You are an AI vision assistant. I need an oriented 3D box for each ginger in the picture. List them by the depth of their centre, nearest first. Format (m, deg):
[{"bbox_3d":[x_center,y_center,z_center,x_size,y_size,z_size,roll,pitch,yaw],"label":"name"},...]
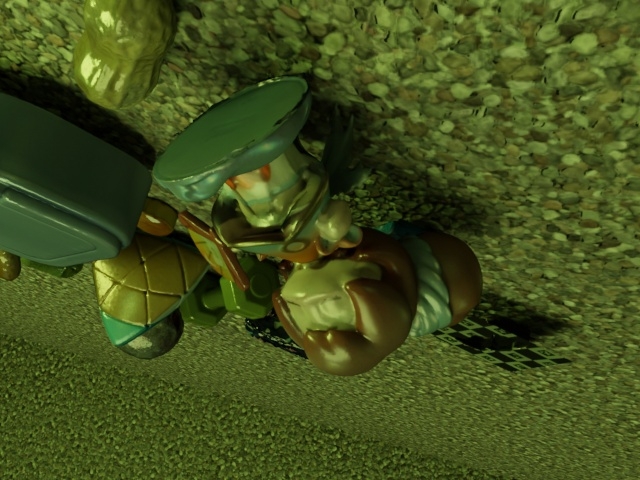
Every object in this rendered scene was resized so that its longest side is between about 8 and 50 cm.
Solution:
[{"bbox_3d":[-0.687,0.009,1.454,0.137,0.089,0.290,17,162,35],"label":"ginger"}]

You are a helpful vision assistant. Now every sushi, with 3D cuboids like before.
[{"bbox_3d":[0.315,0.166,1.105,0.192,0.051,0.215,25,161,-6],"label":"sushi"}]

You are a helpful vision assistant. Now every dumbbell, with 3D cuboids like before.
[{"bbox_3d":[-0.194,0.112,1.280,0.121,0.108,0.302,22,158,-28],"label":"dumbbell"}]

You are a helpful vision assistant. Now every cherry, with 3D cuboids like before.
[{"bbox_3d":[-0.456,0.227,1.647,0.195,0.195,0.195,16,156,7],"label":"cherry"}]

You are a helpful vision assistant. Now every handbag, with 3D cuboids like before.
[{"bbox_3d":[-0.039,0.197,1.344,0.260,0.113,0.162,18,161,-6],"label":"handbag"}]

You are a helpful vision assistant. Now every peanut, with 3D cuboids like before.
[{"bbox_3d":[-0.204,-0.201,0.637,0.090,0.098,0.214,49,149,-3],"label":"peanut"}]

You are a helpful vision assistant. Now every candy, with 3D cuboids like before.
[{"bbox_3d":[0.102,-0.003,0.915,0.088,0.038,0.136,21,158,-32],"label":"candy"}]

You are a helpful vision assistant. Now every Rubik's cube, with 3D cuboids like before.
[{"bbox_3d":[-0.313,0.064,1.268,0.254,0.255,0.254,16,156,7],"label":"Rubik's cube"}]

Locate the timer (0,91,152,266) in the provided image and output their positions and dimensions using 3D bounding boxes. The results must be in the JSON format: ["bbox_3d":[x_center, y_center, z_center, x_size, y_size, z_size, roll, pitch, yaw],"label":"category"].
[{"bbox_3d":[-0.474,-0.106,0.931,0.394,0.174,0.395,14,161,5],"label":"timer"}]

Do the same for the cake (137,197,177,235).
[{"bbox_3d":[-0.300,-0.041,1.116,0.084,0.044,0.084,15,154,8],"label":"cake"}]

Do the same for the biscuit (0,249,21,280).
[{"bbox_3d":[-0.750,-0.052,1.297,0.236,0.062,0.291,16,132,7],"label":"biscuit"}]

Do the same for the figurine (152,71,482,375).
[{"bbox_3d":[-0.001,0.001,0.750,0.276,0.248,0.388,-6,128,40],"label":"figurine"}]
